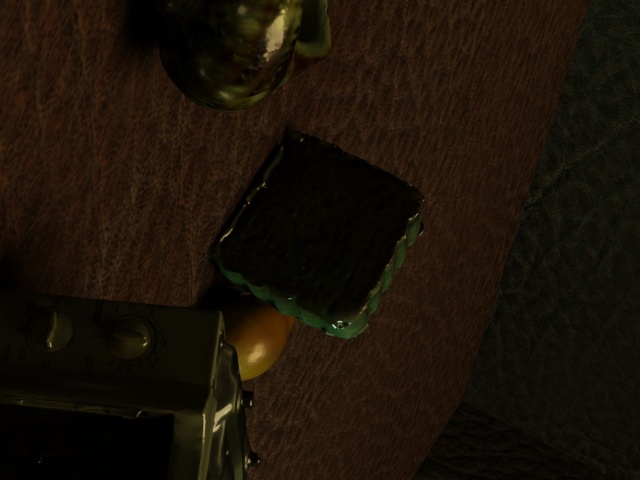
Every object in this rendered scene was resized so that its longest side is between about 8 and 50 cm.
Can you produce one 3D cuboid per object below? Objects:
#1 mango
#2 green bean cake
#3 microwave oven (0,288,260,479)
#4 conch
[{"bbox_3d":[-0.080,0.098,1.982,0.102,0.085,0.184,-23,-173,16],"label":"mango"},{"bbox_3d":[0.000,0.000,1.919,0.181,0.173,0.094,-61,166,-19],"label":"green bean cake"},{"bbox_3d":[-0.169,0.250,1.404,0.286,0.218,0.355,85,10,-65],"label":"microwave oven"},{"bbox_3d":[-0.066,-0.188,1.429,0.181,0.124,0.187,75,17,-57],"label":"conch"}]
